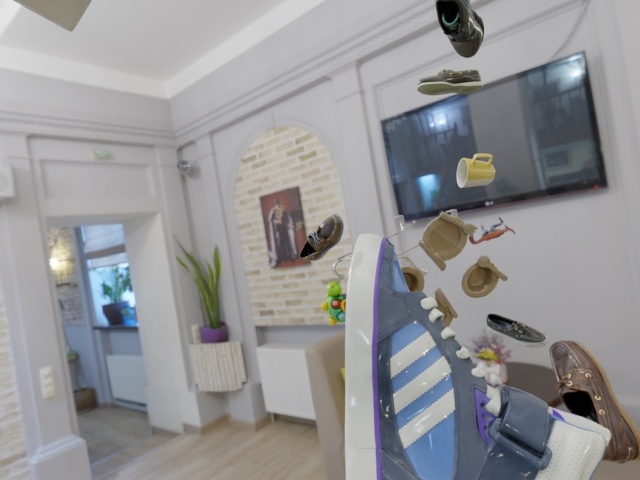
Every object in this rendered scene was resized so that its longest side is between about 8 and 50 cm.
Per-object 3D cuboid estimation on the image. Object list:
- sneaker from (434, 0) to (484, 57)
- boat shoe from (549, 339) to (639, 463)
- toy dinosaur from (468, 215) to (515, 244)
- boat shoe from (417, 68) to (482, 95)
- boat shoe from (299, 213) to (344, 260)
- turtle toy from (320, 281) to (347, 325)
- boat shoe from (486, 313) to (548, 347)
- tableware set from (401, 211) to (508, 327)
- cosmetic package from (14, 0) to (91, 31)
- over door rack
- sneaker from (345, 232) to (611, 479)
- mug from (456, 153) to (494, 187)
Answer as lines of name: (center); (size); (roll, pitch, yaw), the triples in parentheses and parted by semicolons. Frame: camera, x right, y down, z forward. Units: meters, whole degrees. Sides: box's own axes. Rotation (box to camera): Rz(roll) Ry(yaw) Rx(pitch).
sneaker: (0.333, -0.542, 1.024); (0.101, 0.106, 0.267); (10, -17, 36)
boat shoe: (0.430, 0.251, 0.673); (0.073, 0.073, 0.207); (3, 38, -8)
toy dinosaur: (0.373, -0.016, 0.920); (0.082, 0.047, 0.090); (-39, 6, 12)
boat shoe: (0.431, -0.537, 1.390); (0.228, 0.068, 0.081); (-4, -5, -11)
boat shoe: (0.000, 0.000, 1.114); (0.066, 0.066, 0.183); (-11, -33, -38)
turtle toy: (0.053, 0.182, 1.205); (0.095, 0.130, 0.066); (-30, 3, -40)
boat shoe: (0.459, 0.211, 0.975); (0.142, 0.040, 0.049); (13, 47, 45)
tableware set: (0.162, 0.054, 0.558); (0.168, 0.141, 0.020); (-47, 20, 6)
cosmetic package: (-0.275, -0.473, 0.459); (0.385, 0.217, 0.156); (-43, -32, 18)
over door rack: (0.225, 0.030, 1.188); (0.324, 0.108, 0.240); (-33, 17, -30)
sneaker: (0.146, 0.145, 0.418); (0.237, 0.322, 0.130); (-1, -24, 7)
mug: (0.330, -0.142, 0.865); (0.064, 0.062, 0.078); (2, -4, -2)
